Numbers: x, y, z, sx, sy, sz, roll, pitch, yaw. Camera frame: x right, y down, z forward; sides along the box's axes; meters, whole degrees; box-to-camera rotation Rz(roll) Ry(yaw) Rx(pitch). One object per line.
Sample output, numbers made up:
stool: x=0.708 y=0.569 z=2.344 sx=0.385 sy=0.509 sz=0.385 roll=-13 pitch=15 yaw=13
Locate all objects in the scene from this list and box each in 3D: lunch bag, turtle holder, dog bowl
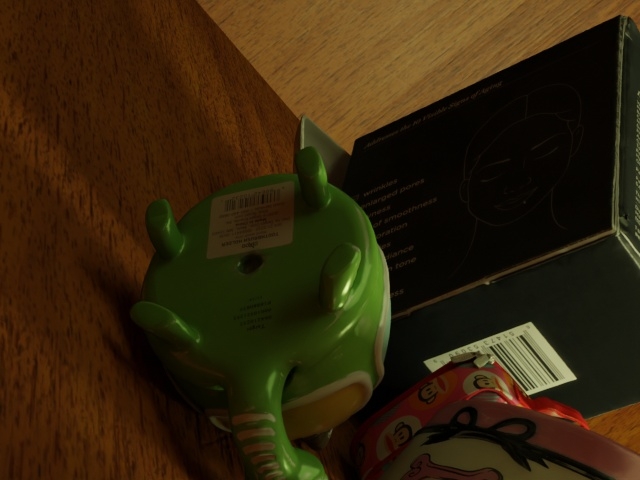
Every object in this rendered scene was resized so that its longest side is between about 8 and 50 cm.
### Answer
lunch bag: x=0.206 y=0.282 z=1.713 sx=0.293 sy=0.258 sz=0.120 roll=48 pitch=10 yaw=-25
turtle holder: x=-0.028 y=0.091 z=1.356 sx=0.320 sy=0.243 sz=0.227 roll=48 pitch=-14 yaw=45
dog bowl: x=0.247 y=0.312 z=1.478 sx=0.408 sy=0.150 sz=0.408 roll=24 pitch=-20 yaw=10

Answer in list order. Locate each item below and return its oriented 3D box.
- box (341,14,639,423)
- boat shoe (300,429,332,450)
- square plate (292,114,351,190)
box: x=0.274 y=0.006 z=1.973 sx=0.297 sy=0.480 sz=0.472 roll=48 pitch=35 yaw=-29
boat shoe: x=-0.009 y=0.181 z=1.661 sx=0.183 sy=0.066 sz=0.066 roll=-72 pitch=140 yaw=-61
square plate: x=0.046 y=0.037 z=2.154 sx=0.347 sy=0.049 sz=0.344 roll=40 pitch=42 yaw=-46
